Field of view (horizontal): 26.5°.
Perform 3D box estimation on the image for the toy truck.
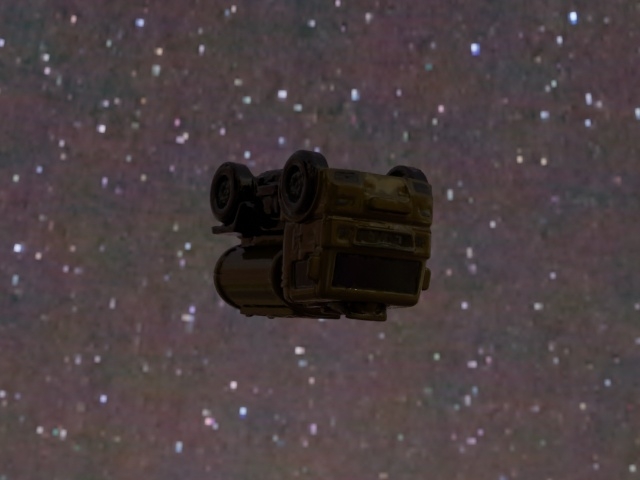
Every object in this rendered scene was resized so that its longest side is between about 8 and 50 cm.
[{"bbox_3d":[0.000,0.000,0.461,0.049,0.054,0.083,7,-6,-32],"label":"toy truck"}]
